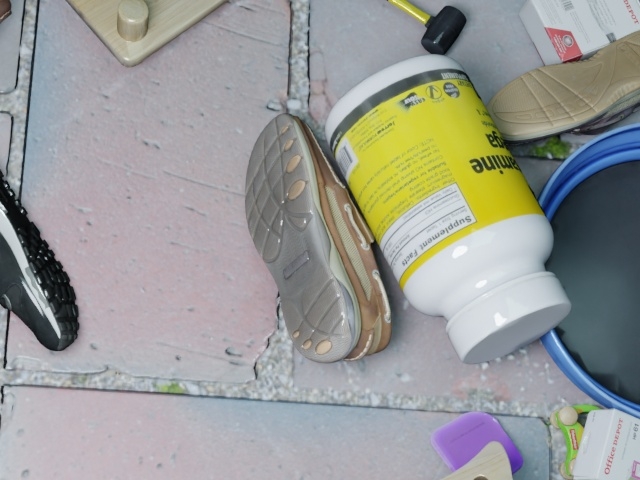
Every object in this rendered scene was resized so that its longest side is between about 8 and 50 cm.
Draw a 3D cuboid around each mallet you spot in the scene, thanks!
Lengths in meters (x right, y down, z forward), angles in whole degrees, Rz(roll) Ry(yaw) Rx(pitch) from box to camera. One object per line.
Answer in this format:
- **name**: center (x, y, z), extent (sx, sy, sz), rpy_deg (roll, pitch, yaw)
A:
- **mallet**: center (0.092, -0.300, 1.910), extent (0.190, 0.039, 0.062), rpy_deg (26, 74, -1)

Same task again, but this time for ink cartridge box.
- **ink cartridge box**: center (0.342, -0.285, 1.940), extent (0.135, 0.056, 0.099), rpy_deg (-21, 78, -15)
- **ink cartridge box**: center (0.367, 0.259, 1.759), extent (0.122, 0.052, 0.088), rpy_deg (23, 73, -19)

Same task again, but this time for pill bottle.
- **pill bottle**: center (0.153, -0.034, 1.742), extent (0.188, 0.188, 0.334), rpy_deg (-21, 70, -15)

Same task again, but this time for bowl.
- **bowl**: center (0.436, 0.045, 1.846), extent (0.391, 0.077, 0.391), rpy_deg (3, 73, -8)

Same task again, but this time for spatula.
- **spatula**: center (0.238, 0.333, 1.748), extent (0.084, 0.030, 0.296), rpy_deg (-29, 80, -15)

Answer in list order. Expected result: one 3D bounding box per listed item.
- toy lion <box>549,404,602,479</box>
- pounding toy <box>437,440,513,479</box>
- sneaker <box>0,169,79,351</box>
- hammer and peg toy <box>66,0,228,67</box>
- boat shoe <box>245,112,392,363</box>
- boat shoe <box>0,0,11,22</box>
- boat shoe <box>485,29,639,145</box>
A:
- **toy lion**: center (0.331, 0.245, 1.793), extent (0.096, 0.034, 0.100), rpy_deg (-5, 76, -19)
- **pounding toy**: center (0.112, 0.348, 1.696), extent (0.269, 0.155, 0.154), rpy_deg (-33, 54, -12)
- **sneaker**: center (-0.386, 0.019, 1.718), extent (0.124, 0.107, 0.283), rpy_deg (-33, 84, 7)
- **hammer and peg toy**: center (-0.181, -0.406, 1.852), extent (0.361, 0.127, 0.266), rpy_deg (-39, 81, -18)
- **boat shoe**: center (0.000, 0.000, 1.778), extent (0.116, 0.123, 0.324), rpy_deg (8, 58, -42)
- **boat shoe**: center (-0.479, -0.165, 1.747), extent (0.342, 0.123, 0.123), rpy_deg (-46, 115, -22)
- **boat shoe**: center (0.333, -0.176, 1.886), extent (0.285, 0.092, 0.103), rpy_deg (-26, 56, -19)
